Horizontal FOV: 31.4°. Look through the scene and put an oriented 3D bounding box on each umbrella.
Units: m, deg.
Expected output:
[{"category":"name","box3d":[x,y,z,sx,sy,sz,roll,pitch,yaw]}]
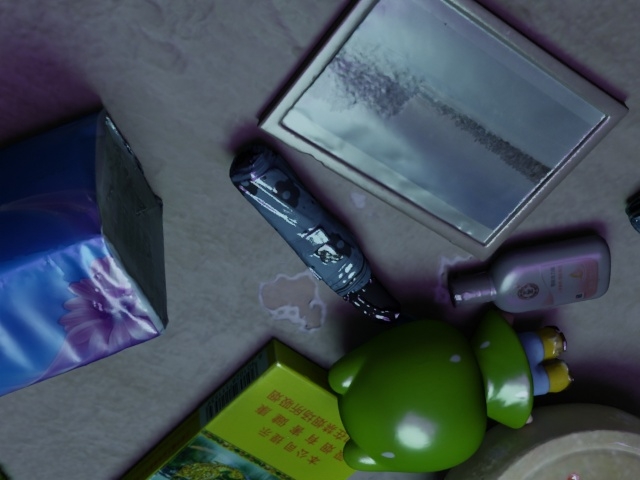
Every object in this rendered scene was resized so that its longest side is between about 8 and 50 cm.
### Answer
[{"category":"umbrella","box3d":[-0.001,-0.001,1.111,0.052,0.053,0.250,-29,126,21]}]

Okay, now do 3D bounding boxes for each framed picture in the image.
[{"category":"framed picture","box3d":[0.118,-0.117,1.068,0.289,0.016,0.213,29,116,-26]}]

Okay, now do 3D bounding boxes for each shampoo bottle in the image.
[{"category":"shampoo bottle","box3d":[0.216,0.040,1.180,0.165,0.040,0.080,-10,131,-3]}]

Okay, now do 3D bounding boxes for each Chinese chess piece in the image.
[{"category":"Chinese chess piece","box3d":[0.283,0.348,1.269,0.338,0.140,0.338,0,91,-11]}]

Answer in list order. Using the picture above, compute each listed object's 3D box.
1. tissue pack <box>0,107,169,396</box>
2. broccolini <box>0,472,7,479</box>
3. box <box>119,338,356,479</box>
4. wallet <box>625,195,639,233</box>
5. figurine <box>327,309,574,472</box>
[{"category":"tissue pack","box3d":[-0.281,0.025,0.992,0.263,0.198,0.146,-22,127,7]},{"category":"broccolini","box3d":[-0.389,0.251,1.209,0.079,0.074,0.392,-23,127,-2]},{"category":"box","box3d":[-0.095,0.266,1.287,0.187,0.047,0.335,35,114,-29]},{"category":"wallet","box3d":[0.493,-0.041,1.160,0.290,0.054,0.251,-40,120,20]},{"category":"figurine","box3d":[0.136,0.150,1.185,0.263,0.143,0.162,-12,100,-18]}]
